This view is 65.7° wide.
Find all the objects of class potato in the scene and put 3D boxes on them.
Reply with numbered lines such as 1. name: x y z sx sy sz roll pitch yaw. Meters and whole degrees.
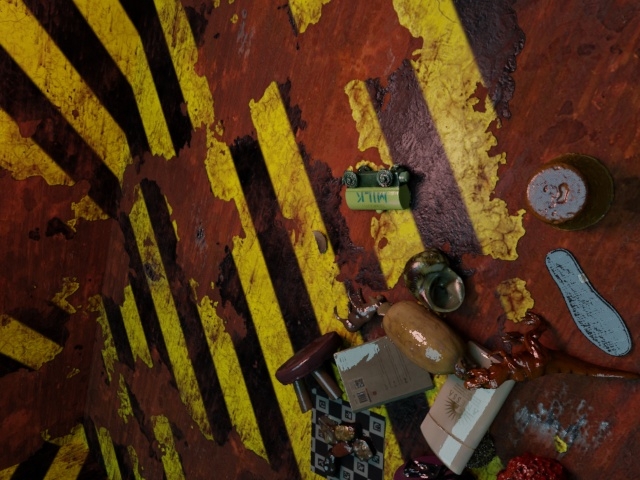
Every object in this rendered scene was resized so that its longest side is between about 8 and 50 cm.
1. potato: 0.001 -0.001 1.819 0.037 0.036 0.093 -17 106 4

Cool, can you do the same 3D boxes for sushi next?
1. sushi: 0.076 0.775 1.843 0.343 0.064 0.359 8 102 38

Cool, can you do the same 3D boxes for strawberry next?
1. strawberry: 0.565 0.681 1.351 0.187 0.202 0.184 -24 62 57

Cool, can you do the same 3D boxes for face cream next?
1. face cream: 0.422 0.483 1.448 0.173 0.081 0.348 35 101 42

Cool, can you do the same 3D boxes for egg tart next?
1. egg tart: 0.608 -0.116 1.230 0.203 0.147 0.202 6 101 36

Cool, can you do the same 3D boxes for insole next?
1. insole: 0.691 0.159 1.288 0.110 0.012 0.309 -36 74 38

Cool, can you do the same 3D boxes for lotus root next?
1. lotus root: 0.325 0.296 1.464 0.343 0.169 0.151 35 109 47

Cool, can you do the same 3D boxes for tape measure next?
1. tape measure: 0.346 0.758 1.516 0.245 0.231 0.149 -13 93 23

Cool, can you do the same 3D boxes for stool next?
1. stool: -0.009 0.463 1.755 0.272 0.272 0.178 -36 88 37

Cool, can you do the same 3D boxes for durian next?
1. durian: 0.432 0.634 1.515 0.189 0.091 0.148 -27 79 40

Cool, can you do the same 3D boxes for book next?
1. book: 0.205 0.426 1.624 0.283 0.025 0.214 -19 84 8

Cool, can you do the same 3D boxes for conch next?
1. conch: 0.343 0.113 1.501 0.187 0.124 0.181 13 94 9

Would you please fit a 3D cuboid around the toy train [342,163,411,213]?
1. toy train: 0.183 -0.164 1.609 0.253 0.105 0.157 3 111 41

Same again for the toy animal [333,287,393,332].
1. toy animal: 0.160 0.245 1.692 0.214 0.094 0.186 -55 54 30

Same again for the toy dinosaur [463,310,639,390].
1. toy dinosaur: 0.586 0.296 1.315 0.433 0.208 0.097 -12 131 11
